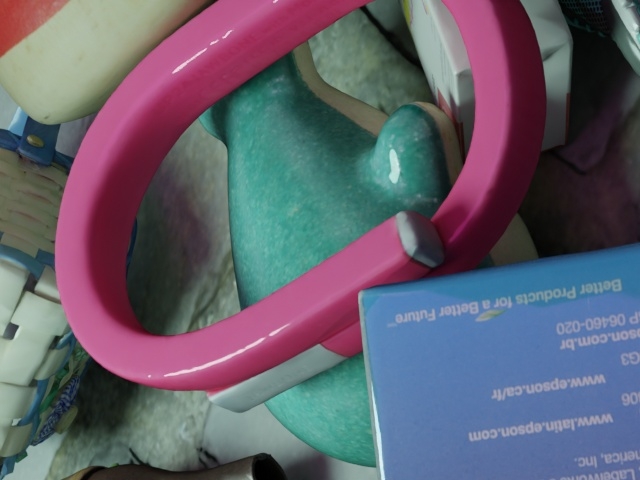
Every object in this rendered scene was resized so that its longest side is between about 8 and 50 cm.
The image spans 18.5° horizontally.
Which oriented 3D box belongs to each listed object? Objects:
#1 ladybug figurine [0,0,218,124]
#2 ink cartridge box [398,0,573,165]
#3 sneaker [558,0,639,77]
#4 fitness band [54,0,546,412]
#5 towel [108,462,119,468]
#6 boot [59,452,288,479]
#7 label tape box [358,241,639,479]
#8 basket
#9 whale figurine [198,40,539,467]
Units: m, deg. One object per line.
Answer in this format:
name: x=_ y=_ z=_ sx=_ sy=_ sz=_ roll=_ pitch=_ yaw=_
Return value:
ladybug figurine: x=-0.099 y=-0.230 z=1.152 sx=0.449 sy=0.162 sz=0.305 roll=-36 pitch=20 yaw=54
ink cartridge box: x=0.074 y=-0.151 z=1.071 sx=0.067 sy=0.115 sz=0.198 roll=-16 pitch=63 yaw=-2
sneaker: x=0.153 y=-0.134 z=1.043 sx=0.076 sy=0.065 sz=0.166 roll=-60 pitch=41 yaw=45
fitness band: x=-0.019 y=-0.038 z=0.988 sx=0.291 sy=0.054 sz=0.209 roll=-31 pitch=56 yaw=27
towel: x=-0.153 y=0.240 z=1.333 sx=0.152 sy=0.023 sz=0.113 roll=-49 pitch=54 yaw=28
boot: x=-0.094 y=0.259 z=1.215 sx=0.206 sy=0.090 sz=0.248 roll=-11 pitch=91 yaw=31
label tape box: x=0.165 y=0.173 z=0.812 sx=0.249 sy=0.115 sz=0.348 roll=-10 pitch=81 yaw=19
basket: x=-0.243 y=0.032 z=1.351 sx=0.255 sy=0.201 sz=0.289 roll=-61 pitch=18 yaw=23
whale figurine: x=0.000 y=0.000 z=1.068 sx=0.272 sy=0.141 sz=0.216 roll=56 pitch=144 yaw=15
